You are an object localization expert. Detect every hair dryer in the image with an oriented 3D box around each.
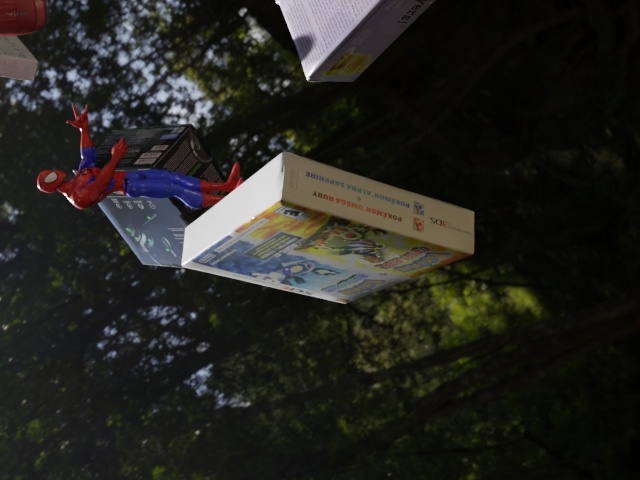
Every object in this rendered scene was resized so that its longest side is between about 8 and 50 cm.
[{"bbox_3d":[-0.475,-0.342,1.133,0.293,0.223,0.080,-41,-46,-58],"label":"hair dryer"}]

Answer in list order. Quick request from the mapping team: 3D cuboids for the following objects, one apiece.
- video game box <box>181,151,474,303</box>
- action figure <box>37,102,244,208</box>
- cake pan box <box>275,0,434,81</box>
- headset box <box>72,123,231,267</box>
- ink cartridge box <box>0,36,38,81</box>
[{"bbox_3d":[0.000,0.000,0.699,0.187,0.205,0.048,12,-112,-28],"label":"video game box"},{"bbox_3d":[-0.249,-0.113,1.091,0.280,0.139,0.091,-3,-153,-13],"label":"action figure"},{"bbox_3d":[0.030,-0.323,0.730,0.070,0.245,0.267,-7,-111,-40],"label":"cake pan box"},{"bbox_3d":[-0.298,-0.073,1.543,0.131,0.246,0.283,-56,-49,-34],"label":"headset box"},{"bbox_3d":[-0.644,-0.354,1.399,0.223,0.045,0.223,5,-155,-37],"label":"ink cartridge box"}]
